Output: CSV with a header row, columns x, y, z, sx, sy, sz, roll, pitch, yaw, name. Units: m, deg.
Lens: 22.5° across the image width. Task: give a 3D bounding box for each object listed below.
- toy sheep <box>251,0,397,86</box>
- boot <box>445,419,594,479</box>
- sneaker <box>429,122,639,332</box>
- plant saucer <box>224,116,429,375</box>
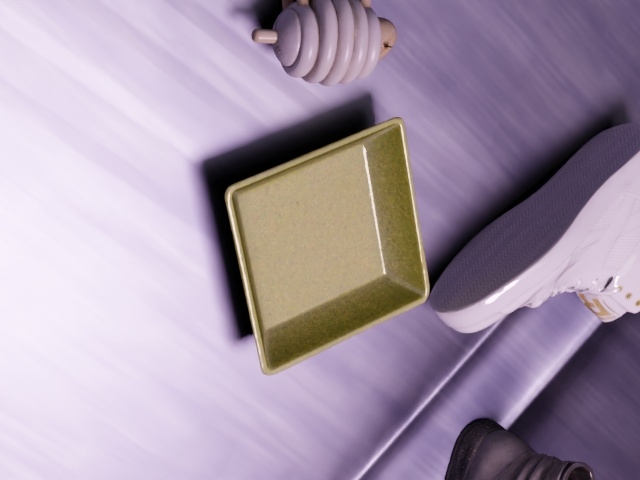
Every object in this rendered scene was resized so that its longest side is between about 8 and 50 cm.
x,y,z,sx,sy,sz,roll,pitch,yaw,name
0.003,-0.173,1.351,0.132,0.091,0.091,-2,108,-20,toy sheep
0.179,0.312,1.596,0.083,0.161,0.247,7,103,-36,boot
0.247,0.035,1.578,0.292,0.108,0.169,-38,121,-19,sneaker
0.000,0.000,1.433,0.188,0.045,0.188,-24,118,-26,plant saucer
